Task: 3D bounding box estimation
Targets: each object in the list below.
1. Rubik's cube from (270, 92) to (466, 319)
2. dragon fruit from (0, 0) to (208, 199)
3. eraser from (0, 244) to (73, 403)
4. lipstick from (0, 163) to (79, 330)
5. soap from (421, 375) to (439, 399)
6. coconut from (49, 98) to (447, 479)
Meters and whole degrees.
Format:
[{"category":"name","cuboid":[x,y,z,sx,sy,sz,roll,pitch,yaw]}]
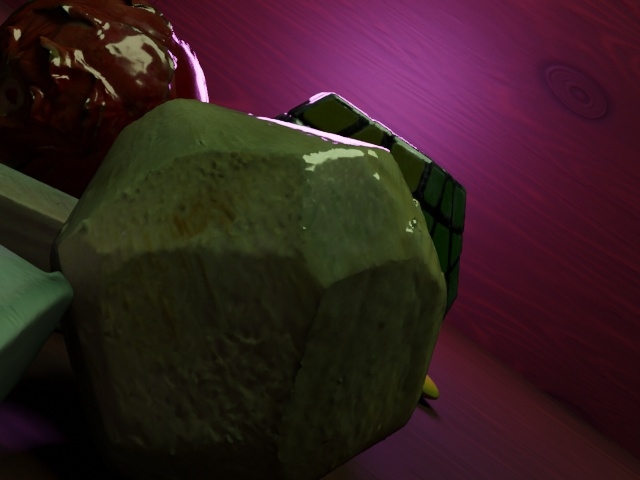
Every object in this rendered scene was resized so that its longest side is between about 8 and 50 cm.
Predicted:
[{"category":"Rubik's cube","cuboid":[0.000,0.000,0.968,0.319,0.319,0.264,33,31,-27]},{"category":"dragon fruit","cuboid":[-0.222,-0.122,0.881,0.241,0.241,0.252,35,-13,-4]},{"category":"eraser","cuboid":[-0.252,-0.013,0.356,0.290,0.104,0.189,34,10,-8]},{"category":"lipstick","cuboid":[-0.210,0.001,0.637,0.076,0.080,0.371,39,6,41]},{"category":"soap","cuboid":[0.122,0.189,1.381,0.089,0.033,0.168,36,4,-20]},{"category":"coconut","cuboid":[-0.043,0.029,0.537,0.237,0.237,0.197,36,9,12]}]
